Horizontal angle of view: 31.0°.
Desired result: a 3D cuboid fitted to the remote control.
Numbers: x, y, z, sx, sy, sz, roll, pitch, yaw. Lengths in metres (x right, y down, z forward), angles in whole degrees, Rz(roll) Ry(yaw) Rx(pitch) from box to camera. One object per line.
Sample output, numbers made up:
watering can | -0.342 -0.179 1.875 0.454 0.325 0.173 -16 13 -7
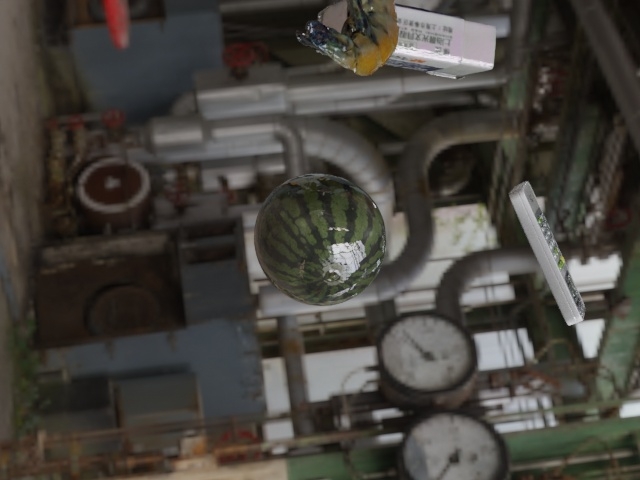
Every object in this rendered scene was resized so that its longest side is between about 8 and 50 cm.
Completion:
remote control | 0.389 0.021 1.971 0.250 0.034 0.103 66 19 -3

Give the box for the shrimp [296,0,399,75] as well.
shrimp | -0.007 -0.269 1.076 0.262 0.051 0.198 56 30 -20

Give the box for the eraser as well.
eraser | 0.147 -0.345 1.977 0.130 0.287 0.086 -3 -98 64

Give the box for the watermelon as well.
watermelon | 0.000 0.000 1.787 0.212 0.212 0.212 174 -90 -85
